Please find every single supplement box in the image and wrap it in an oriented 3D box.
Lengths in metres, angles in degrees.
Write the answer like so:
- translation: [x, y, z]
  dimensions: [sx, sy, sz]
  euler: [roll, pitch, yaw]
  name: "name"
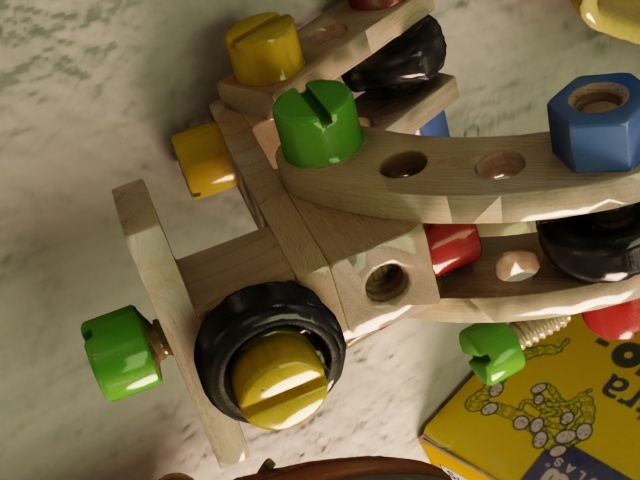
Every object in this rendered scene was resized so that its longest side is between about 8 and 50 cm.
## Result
- translation: [0.251, 0.221, 0.860]
  dimensions: [0.195, 0.194, 0.357]
  euler: [-44, 133, -19]
  name: "supplement box"

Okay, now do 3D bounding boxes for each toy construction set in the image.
- translation: [0.000, 0.000, 0.551]
  dimensions: [0.237, 0.257, 0.309]
  euler: [-28, 151, -9]
  name: "toy construction set"

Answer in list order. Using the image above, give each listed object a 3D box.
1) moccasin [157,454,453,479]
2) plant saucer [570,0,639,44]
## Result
- translation: [-0.078, 0.193, 0.594]
  dimensions: [0.380, 0.147, 0.139]
  euler: [-16, 105, -33]
  name: "moccasin"
- translation: [0.277, -0.278, 0.739]
  dimensions: [0.332, 0.081, 0.333]
  euler: [4, 106, -45]
  name: "plant saucer"
